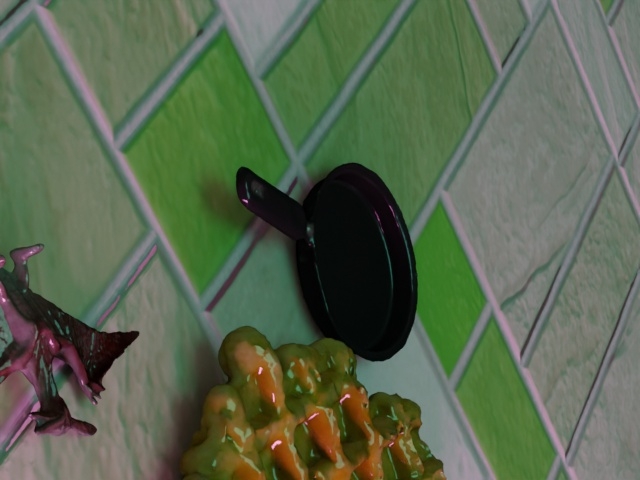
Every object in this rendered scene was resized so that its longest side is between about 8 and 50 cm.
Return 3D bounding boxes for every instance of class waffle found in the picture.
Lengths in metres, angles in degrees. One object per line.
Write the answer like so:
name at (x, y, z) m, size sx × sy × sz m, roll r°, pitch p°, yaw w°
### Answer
waffle at (0.003, 0.209, 1.156) m, size 0.312 × 0.060 × 0.307 m, roll 32°, pitch 56°, yaw -49°

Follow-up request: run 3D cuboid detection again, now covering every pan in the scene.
pan at (0.000, 0.000, 1.241) m, size 0.235 × 0.028 × 0.136 m, roll 33°, pitch 53°, yaw -55°

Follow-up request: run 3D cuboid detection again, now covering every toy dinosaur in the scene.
toy dinosaur at (-0.149, 0.058, 0.977) m, size 0.220 × 0.032 × 0.108 m, roll -18°, pitch 94°, yaw -61°
